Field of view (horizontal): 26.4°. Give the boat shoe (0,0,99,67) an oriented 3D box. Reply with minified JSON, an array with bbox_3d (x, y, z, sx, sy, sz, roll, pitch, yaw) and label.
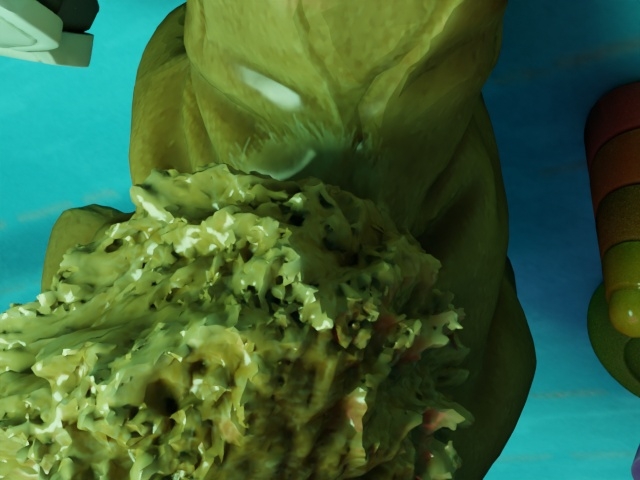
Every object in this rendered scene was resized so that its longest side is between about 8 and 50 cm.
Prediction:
[{"bbox_3d":[-0.154,-0.136,0.595,0.116,0.099,0.319,10,-177,-1],"label":"boat shoe"}]

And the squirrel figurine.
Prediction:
[{"bbox_3d":[0.000,0.000,0.599,0.281,0.397,0.370,11,134,-4],"label":"squirrel figurine"}]

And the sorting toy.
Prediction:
[{"bbox_3d":[0.199,0.082,0.791,0.127,0.126,0.365,12,141,24],"label":"sorting toy"}]
